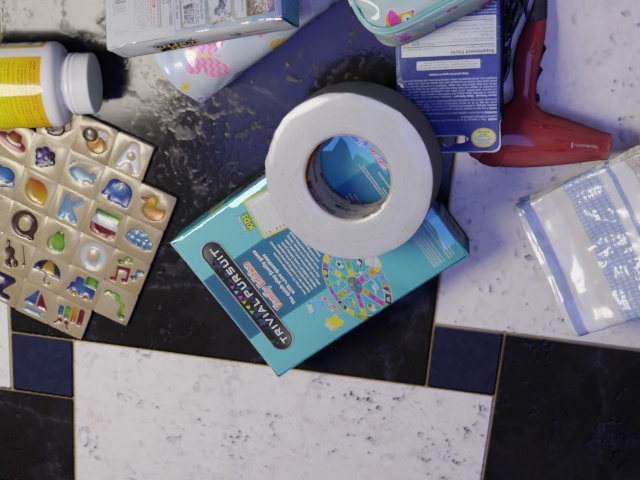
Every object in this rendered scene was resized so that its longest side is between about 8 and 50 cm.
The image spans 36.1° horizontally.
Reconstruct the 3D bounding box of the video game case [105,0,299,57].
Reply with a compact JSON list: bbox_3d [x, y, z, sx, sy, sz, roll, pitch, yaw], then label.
[{"bbox_3d":[-0.152,-0.378,1.214,0.244,0.061,0.270,-5,86,24],"label":"video game case"}]

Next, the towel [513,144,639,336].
[{"bbox_3d":[0.403,-0.008,1.268,0.285,0.034,0.209,-27,83,40],"label":"towel"}]

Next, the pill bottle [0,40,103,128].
[{"bbox_3d":[-0.415,-0.212,1.348,0.214,0.117,0.117,-2,109,2],"label":"pill bottle"}]

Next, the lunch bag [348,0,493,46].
[{"bbox_3d":[0.109,-0.397,1.180,0.224,0.108,0.279,-24,85,16],"label":"lunch bag"}]

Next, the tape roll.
[{"bbox_3d":[0.043,-0.089,1.256,0.219,0.072,0.219,5,112,14],"label":"tape roll"}]

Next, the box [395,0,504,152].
[{"bbox_3d":[0.164,-0.225,1.253,0.136,0.036,0.225,1,96,17],"label":"box"}]

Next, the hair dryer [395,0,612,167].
[{"bbox_3d":[0.264,-0.198,1.279,0.293,0.080,0.223,43,110,-8],"label":"hair dryer"}]

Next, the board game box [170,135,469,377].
[{"bbox_3d":[0.000,0.000,1.388,0.336,0.079,0.254,-34,101,18],"label":"board game box"}]

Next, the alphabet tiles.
[{"bbox_3d":[-0.381,-0.026,1.473,0.285,0.011,0.343,25,111,0],"label":"alphabet tiles"}]

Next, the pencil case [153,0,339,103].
[{"bbox_3d":[-0.094,-0.298,1.279,0.273,0.113,0.124,-34,103,18],"label":"pencil case"}]
